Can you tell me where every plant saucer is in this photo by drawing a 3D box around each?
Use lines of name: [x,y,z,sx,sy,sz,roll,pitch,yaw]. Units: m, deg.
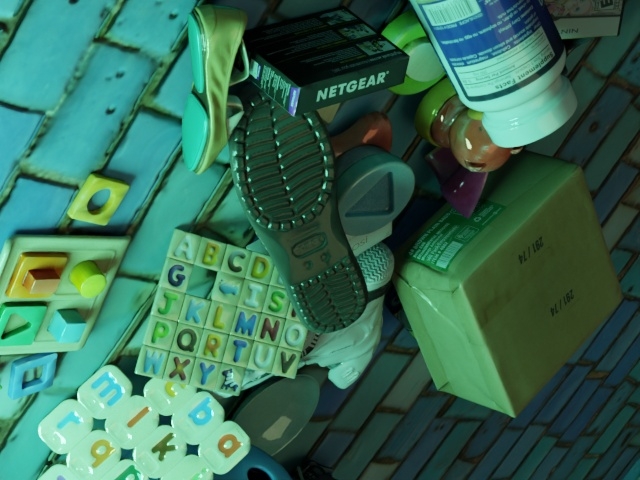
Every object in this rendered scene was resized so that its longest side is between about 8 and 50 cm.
plant saucer: [-0.087,0.282,2.167,0.195,0.037,0.195,-29,144,-24]

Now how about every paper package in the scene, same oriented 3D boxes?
paper package: [0.301,0.062,2.134,0.325,0.168,0.309,-42,126,-26]

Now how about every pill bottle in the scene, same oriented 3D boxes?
pill bottle: [0.221,-0.259,1.704,0.153,0.153,0.264,-38,117,-14]

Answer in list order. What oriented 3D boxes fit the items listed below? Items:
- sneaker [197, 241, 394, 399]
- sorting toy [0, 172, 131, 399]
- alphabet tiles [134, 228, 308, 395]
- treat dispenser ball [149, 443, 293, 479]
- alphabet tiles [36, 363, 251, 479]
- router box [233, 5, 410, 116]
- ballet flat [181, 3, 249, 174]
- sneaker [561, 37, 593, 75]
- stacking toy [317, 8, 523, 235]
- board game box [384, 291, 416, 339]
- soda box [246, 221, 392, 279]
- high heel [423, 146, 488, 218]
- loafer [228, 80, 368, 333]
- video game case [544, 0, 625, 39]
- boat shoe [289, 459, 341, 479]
sneaker: [-0.034,0.159,2.000,0.366,0.137,0.210,-35,143,-24]
sorting toy: [-0.330,0.074,1.652,0.196,0.047,0.347,-3,127,-48]
alphabet tiles: [-0.119,0.108,1.811,0.237,0.009,0.198,16,87,-30]
treat dispenser ball: [-0.163,0.441,2.016,0.288,0.288,0.288,-30,144,-25]
alphabet tiles: [-0.248,0.314,1.844,0.278,0.284,0.021,-42,-171,-9]
router box: [-0.001,-0.222,1.633,0.179,0.133,0.046,-20,138,-34]
ballet flat: [-0.120,-0.175,1.588,0.073,0.080,0.232,-11,136,-20]
sneaker: [0.384,-0.364,1.934,0.111,0.121,0.300,10,118,-53]
stacking toy: [0.120,-0.149,1.815,0.309,0.130,0.279,-32,144,-7]
board game box: [0.240,0.133,2.283,0.165,0.042,0.243,-40,126,2]
soda box: [0.000,0.000,1.928,0.216,0.074,0.069,-32,145,-23]
high heel: [0.277,-0.140,1.991,0.244,0.117,0.082,-34,178,16]
loafer: [-0.045,-0.050,1.749,0.134,0.130,0.365,-19,117,-10]
video game case: [0.289,-0.376,1.771,0.248,0.035,0.274,-4,139,-1]
boat shoe: [-0.066,0.450,2.314,0.158,0.127,0.340,-56,155,3]
